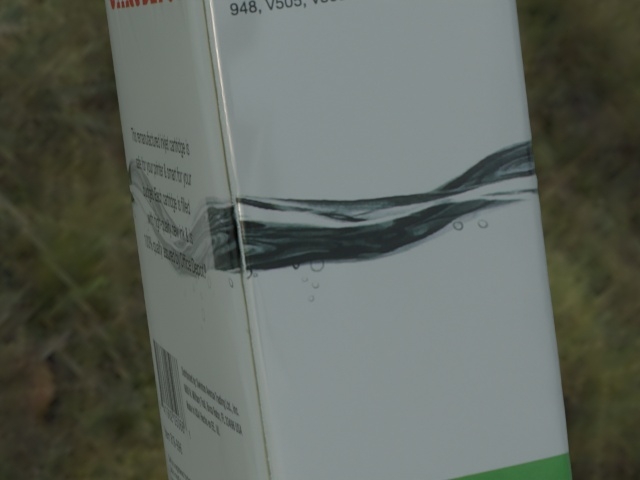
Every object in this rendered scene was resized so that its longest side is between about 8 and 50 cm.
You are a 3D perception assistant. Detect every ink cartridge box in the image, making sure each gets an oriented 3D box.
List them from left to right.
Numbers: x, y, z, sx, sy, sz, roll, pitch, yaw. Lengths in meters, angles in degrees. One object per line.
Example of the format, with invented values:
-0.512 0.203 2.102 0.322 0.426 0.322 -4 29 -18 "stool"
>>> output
0.000 0.000 0.564 0.153 0.087 0.208 -158 -120 -74 "ink cartridge box"
